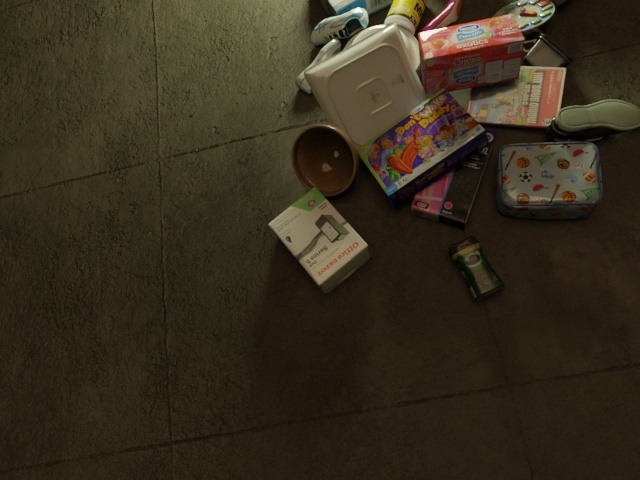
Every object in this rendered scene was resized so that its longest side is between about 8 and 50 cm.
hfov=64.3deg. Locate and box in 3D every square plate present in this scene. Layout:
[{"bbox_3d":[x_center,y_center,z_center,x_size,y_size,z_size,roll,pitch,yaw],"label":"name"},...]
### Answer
[{"bbox_3d":[0.173,-0.479,1.679,0.344,0.049,0.347,-28,107,1],"label":"square plate"}]

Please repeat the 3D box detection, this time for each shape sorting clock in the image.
[{"bbox_3d":[0.702,-0.784,1.769,0.206,0.040,0.206,-12,45,12],"label":"shape sorting clock"}]

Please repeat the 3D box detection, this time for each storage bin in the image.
[{"bbox_3d":[0.745,-0.600,1.696,0.135,0.098,0.091,46,101,7],"label":"storage bin"}]

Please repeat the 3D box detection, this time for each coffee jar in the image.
[{"bbox_3d":[0.458,0.081,1.508,0.096,0.079,0.184,-25,68,4],"label":"coffee jar"}]

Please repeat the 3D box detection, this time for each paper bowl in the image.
[{"bbox_3d":[0.210,-0.633,1.786,0.284,0.148,0.284,-4,70,11],"label":"paper bowl"}]

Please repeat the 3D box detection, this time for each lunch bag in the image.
[{"bbox_3d":[0.691,-0.189,1.545,0.303,0.115,0.243,1,68,13],"label":"lunch bag"}]

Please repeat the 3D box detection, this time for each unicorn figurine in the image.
[{"bbox_3d":[0.695,-0.695,1.764,0.111,0.060,0.162,15,59,26],"label":"unicorn figurine"}]

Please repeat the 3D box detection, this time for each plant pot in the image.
[{"bbox_3d":[0.032,-0.273,1.681,0.237,0.237,0.110,26,34,19],"label":"plant pot"}]

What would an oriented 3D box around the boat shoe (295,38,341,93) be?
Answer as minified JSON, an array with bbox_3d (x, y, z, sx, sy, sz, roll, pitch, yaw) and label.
[{"bbox_3d":[0.009,-0.632,1.870,0.076,0.083,0.226,43,94,10],"label":"boat shoe"}]

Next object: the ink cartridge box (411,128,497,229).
[{"bbox_3d":[0.434,-0.230,1.639,0.176,0.069,0.371,18,72,18],"label":"ink cartridge box"}]

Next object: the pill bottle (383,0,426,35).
[{"bbox_3d":[0.317,-0.846,1.855,0.119,0.119,0.208,17,75,17],"label":"pill bottle"}]

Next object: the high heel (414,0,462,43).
[{"bbox_3d":[0.429,-0.807,1.851,0.117,0.082,0.244,19,79,27],"label":"high heel"}]

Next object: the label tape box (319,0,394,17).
[{"bbox_3d":[0.101,-1.010,1.964,0.249,0.115,0.347,-27,69,1],"label":"label tape box"}]

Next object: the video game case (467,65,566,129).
[{"bbox_3d":[0.638,-0.472,1.671,0.285,0.025,0.204,9,86,18],"label":"video game case"}]

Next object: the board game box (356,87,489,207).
[{"bbox_3d":[0.316,-0.297,1.622,0.347,0.078,0.233,-35,54,8],"label":"board game box"}]

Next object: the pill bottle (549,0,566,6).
[{"bbox_3d":[0.866,-0.969,1.767,0.161,0.161,0.283,38,81,21],"label":"pill bottle"}]

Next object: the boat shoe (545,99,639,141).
[{"bbox_3d":[0.850,-0.367,1.585,0.303,0.091,0.114,-2,68,-8],"label":"boat shoe"}]

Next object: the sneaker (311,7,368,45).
[{"bbox_3d":[0.064,-0.774,1.870,0.237,0.085,0.086,-14,54,29],"label":"sneaker"}]

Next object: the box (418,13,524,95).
[{"bbox_3d":[0.474,-0.589,1.628,0.300,0.154,0.142,-9,55,9],"label":"box"}]

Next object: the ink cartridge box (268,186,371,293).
[{"bbox_3d":[0.000,0.000,1.610,0.198,0.115,0.273,-39,68,-5],"label":"ink cartridge box"}]
